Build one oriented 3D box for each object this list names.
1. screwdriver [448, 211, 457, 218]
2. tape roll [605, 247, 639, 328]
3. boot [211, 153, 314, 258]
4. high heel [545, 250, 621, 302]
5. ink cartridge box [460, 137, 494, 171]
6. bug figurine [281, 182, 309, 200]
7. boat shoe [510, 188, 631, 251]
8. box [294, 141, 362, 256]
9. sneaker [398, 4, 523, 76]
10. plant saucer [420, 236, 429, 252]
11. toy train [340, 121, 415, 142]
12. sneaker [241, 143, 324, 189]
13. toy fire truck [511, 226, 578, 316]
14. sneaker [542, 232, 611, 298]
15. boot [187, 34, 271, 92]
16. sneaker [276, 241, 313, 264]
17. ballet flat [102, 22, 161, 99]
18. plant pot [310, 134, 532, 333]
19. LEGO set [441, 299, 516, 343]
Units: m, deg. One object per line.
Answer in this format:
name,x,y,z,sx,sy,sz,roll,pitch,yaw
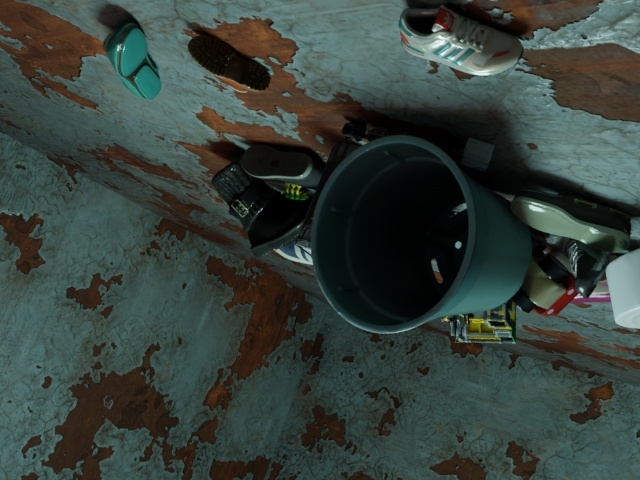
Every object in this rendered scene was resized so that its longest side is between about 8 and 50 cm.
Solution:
screwdriver,0.334,-0.054,1.605,0.025,0.024,0.169,-8,-170,-43
tape roll,0.647,0.075,1.188,0.286,0.100,0.286,-3,160,-1
boot,-0.131,-0.111,1.758,0.348,0.131,0.260,-24,94,47
high heel,0.631,0.100,1.562,0.181,0.127,0.377,16,174,-11
ink cartridge box,0.277,-0.154,1.217,0.048,0.028,0.083,19,169,9
bug figurine,0.003,-0.081,1.941,0.216,0.072,0.279,17,168,20
boat shoe,0.461,-0.049,1.275,0.227,0.069,0.081,21,155,-1
box,0.080,-0.043,1.549,0.076,0.243,0.307,14,168,30
sneaker,0.171,-0.254,0.864,0.161,0.057,0.075,20,175,20
plant saucer,0.230,-0.043,1.566,0.168,0.169,0.029,24,135,-16
toy train,0.114,-0.196,1.298,0.158,0.036,0.027,17,170,23
sneaker,-0.085,-0.167,1.668,0.222,0.083,0.118,16,173,37
toy fire truck,0.470,0.082,1.505,0.246,0.158,0.217,20,-152,-39
sneaker,0.487,0.027,1.342,0.132,0.086,0.228,28,-149,19
boot,-0.175,-0.308,1.236,0.157,0.059,0.084,26,172,-30
sneaker,0.000,0.000,1.888,0.349,0.131,0.148,27,145,12
ballet flat,-0.376,-0.352,1.338,0.087,0.083,0.247,34,168,7
plant pot,0.215,0.005,1.309,0.341,0.342,0.334,11,-179,40
LEGO set,0.413,0.153,1.852,0.192,0.255,0.331,-2,168,21
